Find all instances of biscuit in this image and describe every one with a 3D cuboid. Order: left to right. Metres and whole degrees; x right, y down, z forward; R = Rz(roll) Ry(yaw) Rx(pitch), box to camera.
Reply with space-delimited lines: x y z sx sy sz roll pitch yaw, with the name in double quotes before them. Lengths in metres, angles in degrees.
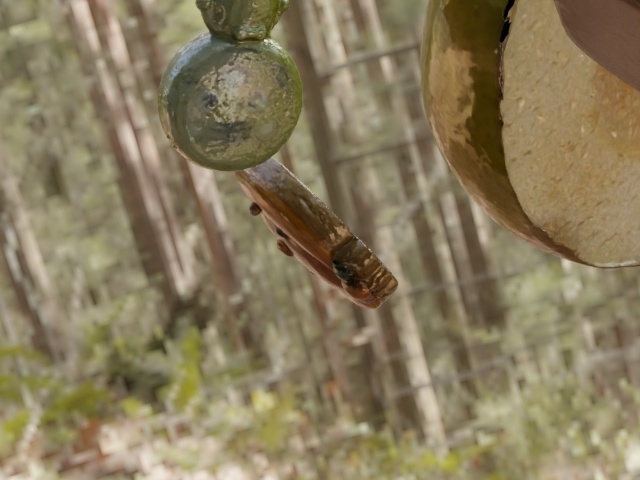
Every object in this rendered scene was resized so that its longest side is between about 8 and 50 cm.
"biscuit" -0.003 0.003 1.605 0.050 0.170 0.170 -45 23 -1

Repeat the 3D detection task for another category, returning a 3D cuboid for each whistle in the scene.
"whistle" -0.060 -0.145 1.392 0.104 0.198 0.057 -3 21 -24

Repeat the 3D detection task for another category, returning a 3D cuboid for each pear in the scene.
"pear" 0.226 -0.159 1.719 0.191 0.386 0.340 24 72 48

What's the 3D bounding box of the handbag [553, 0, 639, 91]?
"handbag" 0.219 -0.113 1.110 0.193 0.151 0.072 35 82 17
